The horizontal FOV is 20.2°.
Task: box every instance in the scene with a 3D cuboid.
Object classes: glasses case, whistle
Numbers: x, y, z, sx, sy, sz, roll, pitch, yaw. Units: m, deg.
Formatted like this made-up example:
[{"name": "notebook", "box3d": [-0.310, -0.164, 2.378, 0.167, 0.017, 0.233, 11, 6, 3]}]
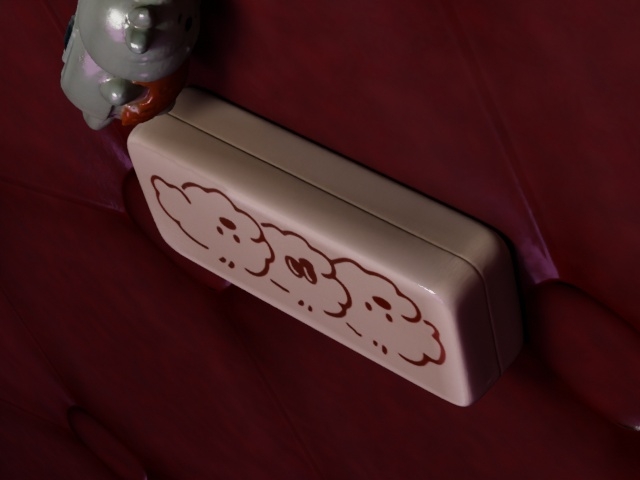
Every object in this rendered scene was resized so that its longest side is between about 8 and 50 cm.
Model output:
[{"name": "glasses case", "box3d": [0.000, 0.000, 1.391, 0.336, 0.076, 0.144, 27, 150, 34]}, {"name": "whistle", "box3d": [-0.146, -0.146, 1.358, 0.106, 0.101, 0.253, 41, 153, 0]}]
